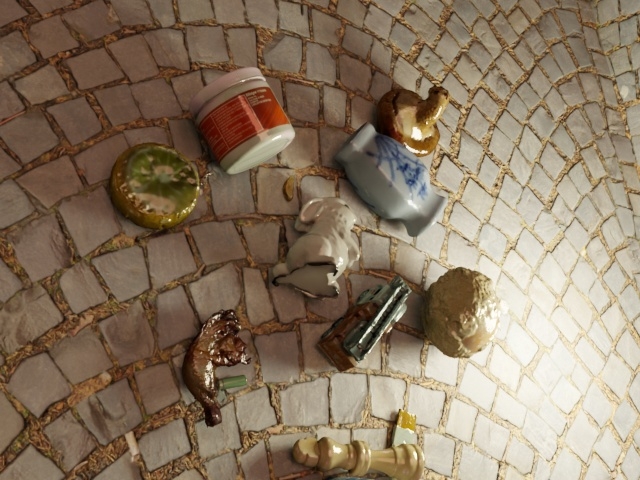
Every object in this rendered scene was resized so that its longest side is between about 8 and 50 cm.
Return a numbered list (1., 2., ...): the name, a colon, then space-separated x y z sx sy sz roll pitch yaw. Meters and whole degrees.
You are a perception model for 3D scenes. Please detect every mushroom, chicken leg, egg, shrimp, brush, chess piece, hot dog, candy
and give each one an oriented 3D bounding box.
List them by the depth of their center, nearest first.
1. chicken leg: -0.293 0.342 1.757 0.177 0.083 0.323 31 59 -10
2. candy: -0.475 -0.157 1.818 0.259 0.118 0.260 12 62 -25
3. chess piece: 0.106 0.640 1.866 0.396 0.117 0.117 12 67 -18
4. shrimp: -0.359 -0.185 1.933 0.029 0.038 0.092 45 58 -10
5. brush: 0.241 0.701 1.981 0.085 0.020 0.337 26 63 -20
6. hot dog: -0.106 -0.173 2.078 0.034 0.030 0.090 9 69 -18
7. egg: 0.473 0.245 2.131 0.279 0.279 0.311 26 56 -20
8. mushroom: 0.331 -0.443 2.332 0.267 0.254 0.267 0 71 -1

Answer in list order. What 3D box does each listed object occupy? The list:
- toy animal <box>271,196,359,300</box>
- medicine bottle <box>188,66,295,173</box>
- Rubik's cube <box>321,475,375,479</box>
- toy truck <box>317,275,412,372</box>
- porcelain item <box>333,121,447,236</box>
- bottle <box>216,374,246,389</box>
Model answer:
1. toy animal: 0.000 0.000 2.009 0.257 0.194 0.357 10 49 -1
2. medicine bottle: -0.237 -0.361 1.935 0.252 0.252 0.241 -29 90 -34
3. Rubik's cube: 0.022 0.794 1.682 0.258 0.256 0.254 -12 80 -31
4. toy truck: 0.163 0.253 1.992 0.133 0.184 0.338 51 57 -6
5. porcelain item: 0.246 -0.212 2.204 0.405 0.178 0.243 44 57 -10
6. bottle: -0.252 0.403 1.797 0.083 0.030 0.030 -5 76 -30
